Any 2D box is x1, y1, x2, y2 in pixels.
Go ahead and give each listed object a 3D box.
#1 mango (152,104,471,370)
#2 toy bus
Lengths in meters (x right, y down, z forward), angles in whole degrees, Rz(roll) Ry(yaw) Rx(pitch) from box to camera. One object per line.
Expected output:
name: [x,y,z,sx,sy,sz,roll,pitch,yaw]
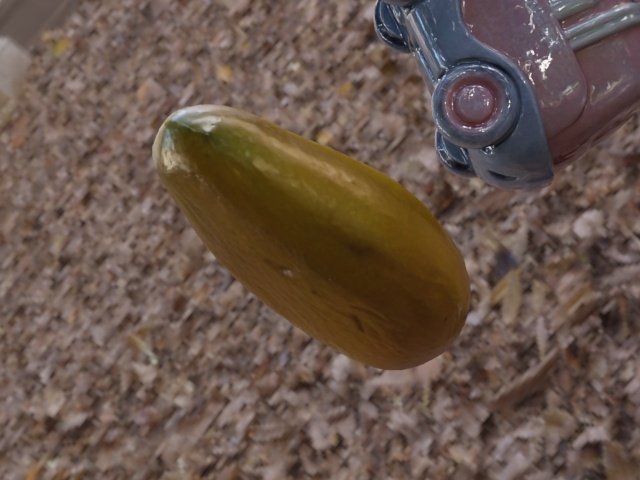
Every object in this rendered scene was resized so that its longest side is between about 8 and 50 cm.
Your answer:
mango: [0.000,0.000,0.885,0.176,0.317,0.119,7,66,54]
toy bus: [0.176,-0.198,1.079,0.231,0.294,0.197,-25,-9,4]
